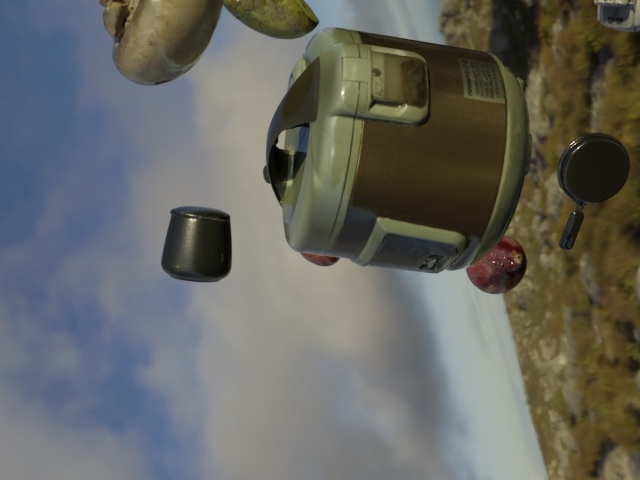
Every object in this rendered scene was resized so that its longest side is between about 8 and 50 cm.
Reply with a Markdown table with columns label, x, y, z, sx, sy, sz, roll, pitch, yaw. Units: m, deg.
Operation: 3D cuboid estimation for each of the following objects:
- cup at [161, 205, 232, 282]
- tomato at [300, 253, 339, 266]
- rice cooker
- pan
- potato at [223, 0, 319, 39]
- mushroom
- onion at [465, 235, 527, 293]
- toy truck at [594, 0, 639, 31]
| label | x | y | z | sx | sy | sz | roll | pitch | yaw |
| --- | --- | --- | --- | --- | --- | --- | --- | --- | --- |
| cup | -0.309 | 0.003 | 1.970 | 0.223 | 0.169 | 0.177 | 15 | 103 | 56 |
| tomato | 0.000 | 0.000 | 2.394 | 0.167 | 0.167 | 0.167 | -16 | -90 | -80 |
| rice cooker | 0.088 | -0.122 | 1.118 | 0.335 | 0.325 | 0.336 | -173 | 90 | -79 |
| pan | 0.498 | -0.085 | 1.516 | 0.028 | 0.136 | 0.235 | -91 | 12 | -68 |
| potato | -0.143 | -0.681 | 2.333 | 0.141 | 0.298 | 0.176 | -73 | 6 | -60 |
| mushroom | -0.238 | -0.337 | 1.167 | 0.178 | 0.226 | 0.227 | 22 | -146 | -17 |
| onion | 0.465 | 0.058 | 2.078 | 0.195 | 0.159 | 0.160 | -21 | 84 | 68 |
| toy truck | 0.668 | -0.565 | 1.759 | 0.176 | 0.161 | 0.213 | -10 | -70 | -43 |
